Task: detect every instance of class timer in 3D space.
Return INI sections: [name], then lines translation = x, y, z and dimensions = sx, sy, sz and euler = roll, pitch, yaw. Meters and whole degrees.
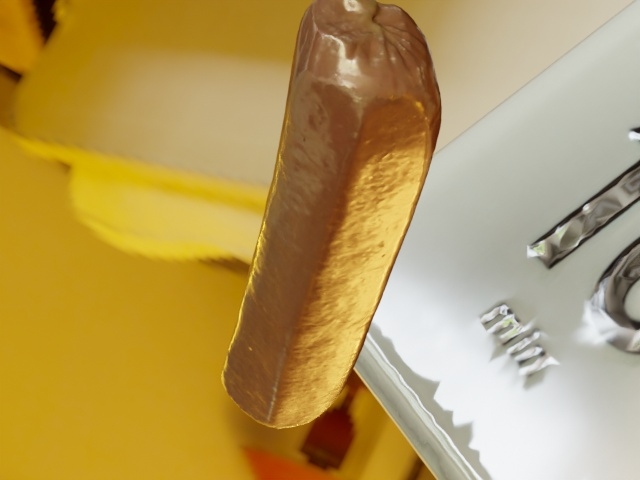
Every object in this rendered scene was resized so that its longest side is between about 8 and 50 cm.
[timer]
translation = 0.135, 0.051, 0.748
dimensions = 0.192, 0.195, 0.194
euler = 52, 180, 29

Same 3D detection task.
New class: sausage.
[sausage]
translation = 0.000, 0.001, 0.408
dimensions = 0.035, 0.030, 0.147
euler = -9, 151, -14
